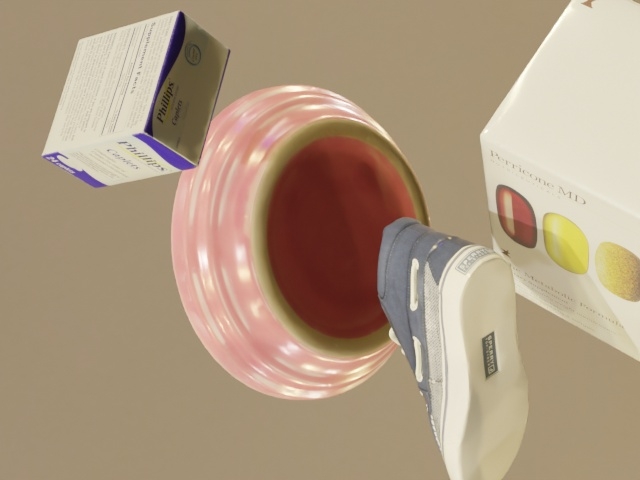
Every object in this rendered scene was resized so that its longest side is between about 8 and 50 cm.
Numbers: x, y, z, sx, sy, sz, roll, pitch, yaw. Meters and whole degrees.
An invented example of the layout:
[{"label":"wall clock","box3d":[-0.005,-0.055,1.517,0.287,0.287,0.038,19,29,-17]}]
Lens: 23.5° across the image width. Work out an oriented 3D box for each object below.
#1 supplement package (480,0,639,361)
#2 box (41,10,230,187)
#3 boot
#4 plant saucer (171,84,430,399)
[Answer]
[{"label":"supplement package","box3d":[0.203,-0.038,1.041,0.134,0.139,0.244,-55,-21,-15]},{"label":"box","box3d":[-0.163,-0.122,1.361,0.072,0.137,0.126,35,-121,-41]},{"label":"boot","box3d":[0.085,0.075,1.020,0.069,0.086,0.190,-24,-55,-32]},{"label":"plant saucer","box3d":[0.000,0.000,1.599,0.332,0.084,0.332,4,-97,-40]}]
